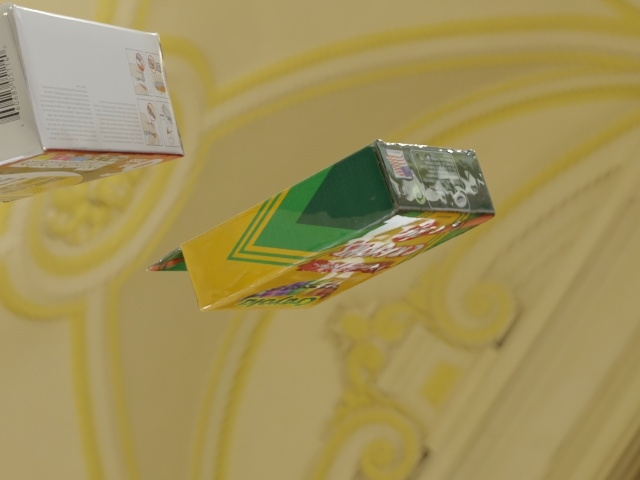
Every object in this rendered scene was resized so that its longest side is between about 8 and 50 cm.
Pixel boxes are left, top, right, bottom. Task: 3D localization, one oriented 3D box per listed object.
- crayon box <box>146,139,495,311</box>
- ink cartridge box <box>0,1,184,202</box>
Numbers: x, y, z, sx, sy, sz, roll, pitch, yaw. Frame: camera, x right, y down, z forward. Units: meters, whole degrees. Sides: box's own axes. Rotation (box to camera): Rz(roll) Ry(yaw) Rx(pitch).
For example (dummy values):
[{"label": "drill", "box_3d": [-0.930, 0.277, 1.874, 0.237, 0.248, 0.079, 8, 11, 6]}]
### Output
[{"label": "crayon box", "box_3d": [0.000, 0.000, 1.896, 0.318, 0.081, 0.202, -27, -15, 32]}, {"label": "ink cartridge box", "box_3d": [-0.311, -0.105, 1.616, 0.309, 0.271, 0.130, -6, -97, -72]}]
